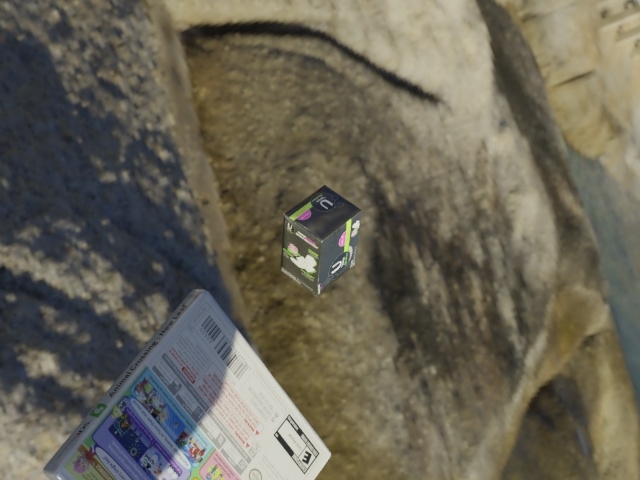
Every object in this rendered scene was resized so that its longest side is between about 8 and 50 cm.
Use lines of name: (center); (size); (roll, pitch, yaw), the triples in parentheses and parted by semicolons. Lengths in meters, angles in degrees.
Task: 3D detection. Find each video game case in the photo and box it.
video game case: (-0.099, 0.180, 0.997); (0.193, 0.023, 0.212); (-52, 124, -28)

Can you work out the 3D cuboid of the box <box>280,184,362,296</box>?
box: (0.000, 0.000, 1.199); (0.062, 0.052, 0.083); (-38, 152, -32)
